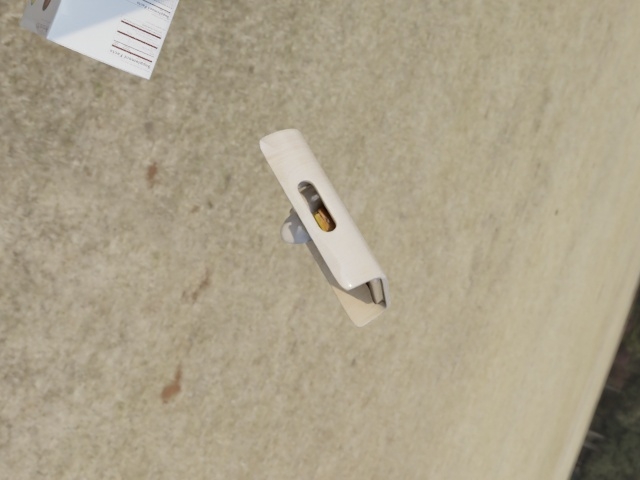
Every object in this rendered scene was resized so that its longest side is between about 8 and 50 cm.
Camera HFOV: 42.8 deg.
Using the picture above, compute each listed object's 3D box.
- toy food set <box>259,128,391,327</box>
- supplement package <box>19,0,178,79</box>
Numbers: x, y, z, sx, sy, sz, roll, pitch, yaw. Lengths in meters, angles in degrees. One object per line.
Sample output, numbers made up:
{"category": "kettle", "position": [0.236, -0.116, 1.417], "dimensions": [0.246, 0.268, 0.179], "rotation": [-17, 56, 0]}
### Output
{"category": "toy food set", "position": [0.000, 0.000, 1.116], "dimensions": [0.092, 0.219, 0.306], "rotation": [-30, 165, -1]}
{"category": "supplement package", "position": [-0.298, -0.356, 1.136], "dimensions": [0.149, 0.194, 0.203], "rotation": [18, 97, -35]}
